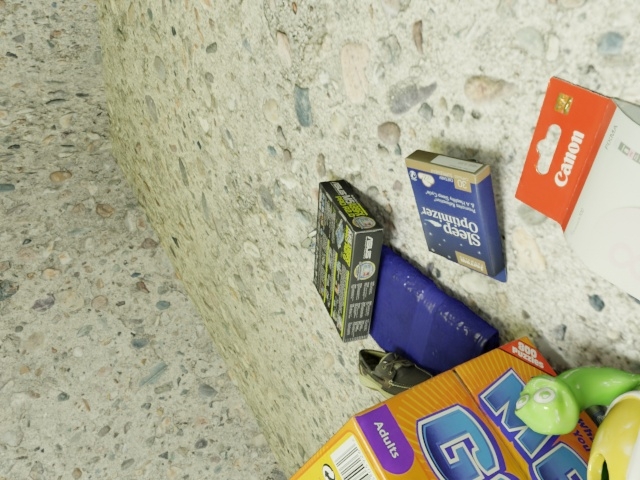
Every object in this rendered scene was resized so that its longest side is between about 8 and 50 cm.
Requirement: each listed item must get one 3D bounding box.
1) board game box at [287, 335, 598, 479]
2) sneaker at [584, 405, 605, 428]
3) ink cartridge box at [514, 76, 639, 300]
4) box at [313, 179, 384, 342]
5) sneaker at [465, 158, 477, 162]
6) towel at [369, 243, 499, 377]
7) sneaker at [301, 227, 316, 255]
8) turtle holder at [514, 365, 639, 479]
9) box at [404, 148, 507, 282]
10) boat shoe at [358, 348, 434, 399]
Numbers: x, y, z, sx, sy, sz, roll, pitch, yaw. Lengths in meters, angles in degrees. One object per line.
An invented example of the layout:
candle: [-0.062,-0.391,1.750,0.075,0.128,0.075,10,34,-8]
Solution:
board game box: [0.190,0.413,0.710,0.357,0.356,0.356,58,138,26]
sneaker: [0.379,0.307,0.791,0.086,0.064,0.192,50,146,36]
ink cartridge box: [0.331,-0.061,0.599,0.232,0.066,0.189,37,142,35]
box: [0.048,0.040,1.065,0.216,0.060,0.270,-122,29,-53]
sneaker: [0.207,-0.091,0.804,0.098,0.038,0.069,16,124,56]
towel: [0.201,0.166,0.995,0.308,0.076,0.228,40,136,40]
sneaker: [0.000,0.000,1.236,0.058,0.052,0.135,51,158,6]
turtle holder: [0.396,0.249,0.543,0.320,0.227,0.243,55,151,19]
box: [0.214,-0.027,0.796,0.136,0.036,0.225,26,147,49]
boat shoe: [0.138,0.255,0.990,0.223,0.080,0.074,-7,105,63]
